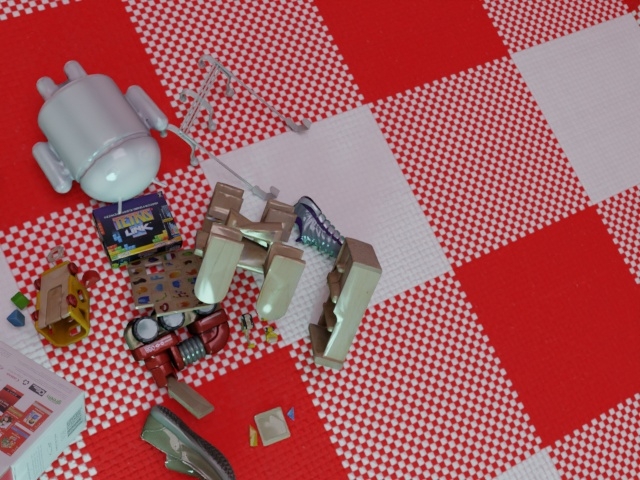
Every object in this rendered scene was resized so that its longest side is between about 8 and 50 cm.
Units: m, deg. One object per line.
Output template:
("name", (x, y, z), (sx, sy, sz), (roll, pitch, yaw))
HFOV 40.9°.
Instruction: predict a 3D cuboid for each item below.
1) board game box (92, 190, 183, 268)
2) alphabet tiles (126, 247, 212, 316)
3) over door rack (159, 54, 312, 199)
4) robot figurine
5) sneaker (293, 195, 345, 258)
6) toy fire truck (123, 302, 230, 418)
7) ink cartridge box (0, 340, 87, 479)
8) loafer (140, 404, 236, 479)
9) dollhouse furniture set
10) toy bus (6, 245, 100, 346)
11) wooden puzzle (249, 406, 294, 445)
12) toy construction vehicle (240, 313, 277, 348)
("board game box", (-0.422, -0.026, 1.976), (0.170, 0.048, 0.141), (-18, 69, -22))
("alphabet tiles", (-0.321, 0.089, 1.907), (0.198, 0.009, 0.237), (-9, 33, -14))
("over door rack", (-0.213, -0.269, 2.116), (0.324, 0.108, 0.239), (32, 66, -21))
("robot figurine", (-0.498, -0.233, 1.946), (0.300, 0.200, 0.353), (-34, 83, -7))
("sneaker", (0.000, 0.000, 2.112), (0.098, 0.083, 0.223), (-40, 84, -2))
("toy fire truck", (-0.288, 0.253, 1.893), (0.217, 0.158, 0.246), (-24, 92, -24))
("ink cartridge box", (-0.662, 0.343, 1.654), (0.309, 0.130, 0.272), (27, 46, 14))
("loafer", (-0.287, 0.464, 1.853), (0.251, 0.094, 0.087), (40, 89, 9))
("dollhouse furniture set", (-0.100, 0.090, 1.916), (0.394, 0.362, 0.256), (17, 108, -12))
("toy bus", (-0.553, 0.132, 1.860), (0.202, 0.191, 0.104), (-56, 137, -24))
("wooden puzzle", (-0.112, 0.424, 1.955), (0.116, 0.014, 0.078), (-9, 79, -20))
("toy construction vehicle", (-0.145, 0.198, 2.012), (0.086, 0.035, 0.098), (-10, 78, -32))
